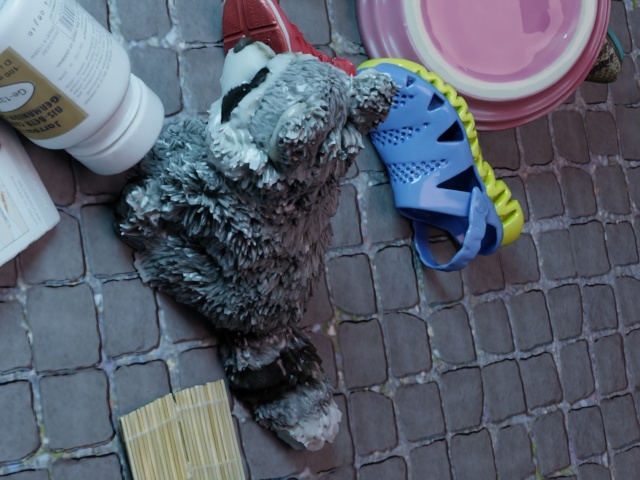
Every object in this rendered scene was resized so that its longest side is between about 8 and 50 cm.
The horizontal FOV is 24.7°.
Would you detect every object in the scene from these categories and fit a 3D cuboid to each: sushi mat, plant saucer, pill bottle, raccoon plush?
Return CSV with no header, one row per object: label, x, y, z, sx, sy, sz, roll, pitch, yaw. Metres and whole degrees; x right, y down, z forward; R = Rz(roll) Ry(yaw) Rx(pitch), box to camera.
sushi mat,-0.121,0.312,1.525,0.151,0.019,0.316,-14,91,-46
plant saucer,0.213,-0.300,1.819,0.332,0.084,0.332,-1,96,-11
pill bottle,-0.258,-0.163,1.405,0.229,0.131,0.131,43,53,-45
raccoon plush,0.000,0.000,1.515,0.446,0.299,0.216,54,49,-22

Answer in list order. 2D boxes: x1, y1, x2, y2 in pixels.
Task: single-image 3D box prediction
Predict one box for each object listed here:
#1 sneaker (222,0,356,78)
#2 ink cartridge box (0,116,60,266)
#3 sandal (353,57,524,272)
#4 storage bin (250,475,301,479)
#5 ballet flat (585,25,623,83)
sneaker,-0.032,-0.211,1.698,0.128,0.087,0.221,-50,128,-48
ink cartridge box,-0.416,-0.072,1.276,0.308,0.091,0.385,63,26,-11
sandal,0.134,-0.083,1.795,0.317,0.126,0.138,53,54,-21
storage bin,-0.028,0.336,1.544,0.180,0.084,0.122,40,49,-40
ballet flat,0.205,-0.363,1.922,0.182,0.164,0.482,-41,105,-19
